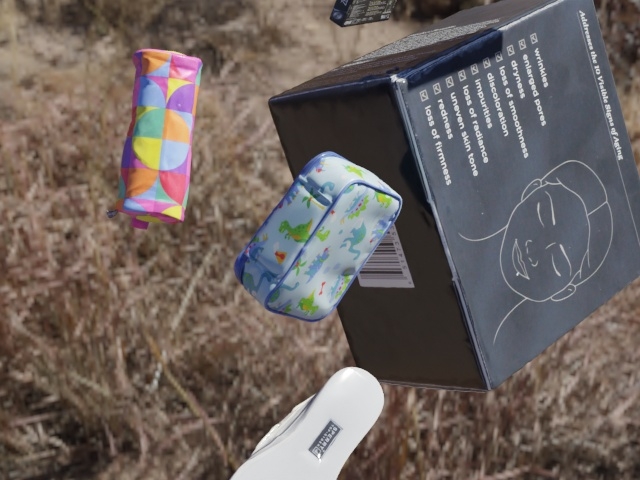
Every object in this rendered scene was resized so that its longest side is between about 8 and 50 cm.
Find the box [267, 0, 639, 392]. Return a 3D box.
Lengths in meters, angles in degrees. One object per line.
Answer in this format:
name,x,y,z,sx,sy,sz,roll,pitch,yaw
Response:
box,0.238,-0.087,1.972,0.471,0.480,0.297,-29,17,-37

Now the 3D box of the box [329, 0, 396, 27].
box,0.051,-0.252,1.288,0.018,0.067,0.083,38,35,25

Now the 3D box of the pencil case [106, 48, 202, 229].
pencil case,-0.217,-0.134,1.693,0.104,0.237,0.104,8,-4,1

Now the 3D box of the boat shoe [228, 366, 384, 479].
boat shoe,-0.033,0.248,1.417,0.096,0.088,0.267,40,57,-3

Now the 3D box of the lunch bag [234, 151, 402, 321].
lunch bag,0.000,0.000,1.672,0.090,0.219,0.176,41,13,31
